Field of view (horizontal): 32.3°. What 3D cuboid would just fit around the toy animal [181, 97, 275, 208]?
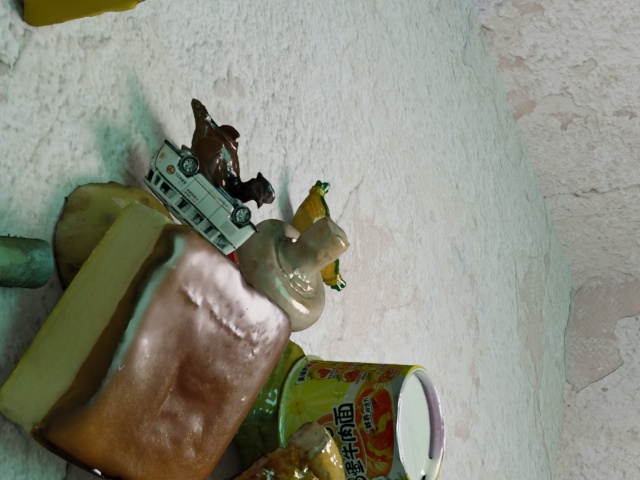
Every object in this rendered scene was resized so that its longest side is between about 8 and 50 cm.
[{"bbox_3d":[-0.155,-0.129,1.732,0.089,0.179,0.188,-47,140,-50],"label":"toy animal"}]

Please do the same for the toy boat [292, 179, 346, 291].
[{"bbox_3d":[0.000,0.000,2.129,0.088,0.089,0.229,-27,117,-41],"label":"toy boat"}]

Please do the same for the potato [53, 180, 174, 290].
[{"bbox_3d":[-0.250,0.036,1.598,0.239,0.116,0.299,-79,150,-42],"label":"potato"}]

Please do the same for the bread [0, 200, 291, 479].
[{"bbox_3d":[-0.220,0.166,1.458,0.333,0.143,0.323,-59,142,-12],"label":"bread"}]

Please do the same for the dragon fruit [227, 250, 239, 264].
[{"bbox_3d":[-0.178,0.072,1.762,0.094,0.094,0.190,10,82,-63],"label":"dragon fruit"}]

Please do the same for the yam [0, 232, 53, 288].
[{"bbox_3d":[-0.396,0.023,1.341,0.169,0.068,0.068,9,76,-64],"label":"yam"}]

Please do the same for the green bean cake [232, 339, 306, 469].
[{"bbox_3d":[-0.085,0.294,1.846,0.236,0.124,0.233,63,32,-36],"label":"green bean cake"}]

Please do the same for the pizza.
[{"bbox_3d":[-0.093,0.456,1.662,0.277,0.114,0.409,23,95,-28],"label":"pizza"}]

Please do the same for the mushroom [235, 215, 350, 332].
[{"bbox_3d":[-0.048,0.053,1.905,0.206,0.209,0.206,162,-90,-85],"label":"mushroom"}]

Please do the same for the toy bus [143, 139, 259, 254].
[{"bbox_3d":[-0.185,-0.063,1.671,0.194,0.089,0.087,45,-2,-19],"label":"toy bus"}]

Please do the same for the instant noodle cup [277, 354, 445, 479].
[{"bbox_3d":[0.074,0.309,1.799,0.264,0.200,0.264,25,62,-59],"label":"instant noodle cup"}]

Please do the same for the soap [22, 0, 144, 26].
[{"bbox_3d":[-0.280,-0.423,1.539,0.324,0.204,0.096,-66,144,-46],"label":"soap"}]
